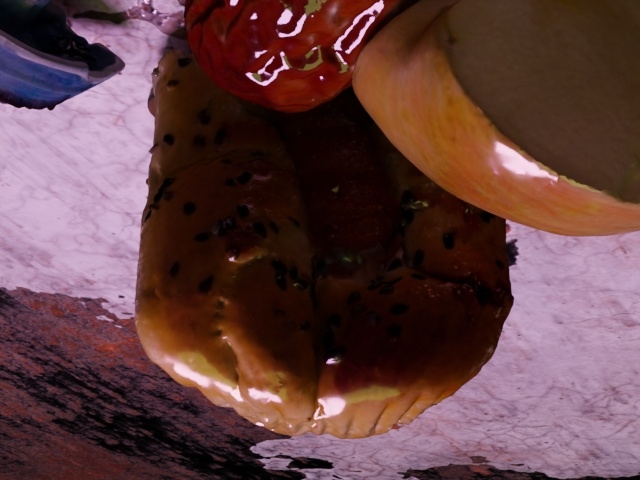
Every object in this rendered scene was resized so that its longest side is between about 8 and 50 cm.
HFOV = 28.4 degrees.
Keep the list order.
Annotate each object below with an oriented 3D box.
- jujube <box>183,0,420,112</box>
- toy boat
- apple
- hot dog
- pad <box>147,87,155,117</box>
[{"bbox_3d":[-0.014,-0.204,1.047,0.174,0.174,0.250,20,154,-24],"label":"jujube"},{"bbox_3d":[-0.294,-0.220,1.140,0.142,0.129,0.309,-45,137,14],"label":"toy boat"},{"bbox_3d":[0.203,-0.124,1.026,0.314,0.309,0.252,30,140,54],"label":"apple"},{"bbox_3d":[0.000,0.000,1.187,0.367,0.365,0.196,6,151,-2],"label":"hot dog"},{"bbox_3d":[-0.011,-0.106,1.398,0.284,0.018,0.286,-8,149,24],"label":"pad"}]
